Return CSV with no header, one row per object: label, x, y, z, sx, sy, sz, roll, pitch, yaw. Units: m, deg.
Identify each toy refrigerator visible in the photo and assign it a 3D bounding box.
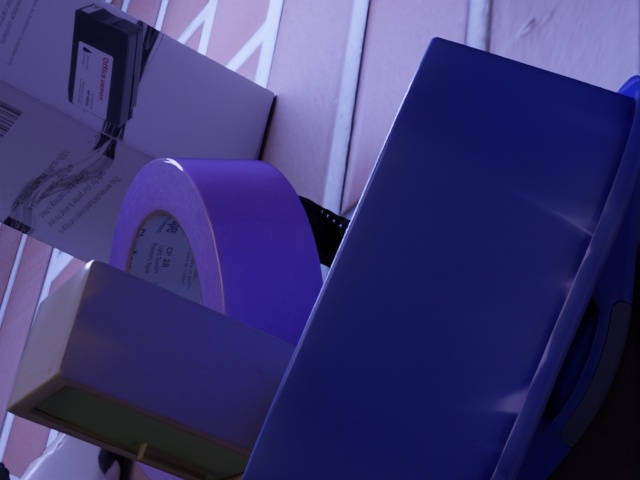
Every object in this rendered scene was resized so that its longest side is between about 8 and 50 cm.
toy refrigerator,-0.066,0.119,1.019,0.102,0.270,0.094,-32,39,53

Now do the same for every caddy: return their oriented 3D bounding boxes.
caddy,0.090,0.048,0.875,0.241,0.179,0.341,101,-168,-86

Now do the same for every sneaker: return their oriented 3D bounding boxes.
sneaker,0.001,-0.002,1.240,0.051,0.089,0.170,-66,21,-3

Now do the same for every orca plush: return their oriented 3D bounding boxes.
orca plush,-0.274,0.266,1.575,0.102,0.151,0.287,92,178,-47

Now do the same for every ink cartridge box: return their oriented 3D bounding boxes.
ink cartridge box,-0.294,-0.134,1.653,0.285,0.395,0.166,-34,35,53

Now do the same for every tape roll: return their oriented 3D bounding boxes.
tape roll,-0.095,0.068,1.250,0.275,0.090,0.274,1,91,62

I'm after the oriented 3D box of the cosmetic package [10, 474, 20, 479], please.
cosmetic package,-0.496,0.461,1.795,0.385,0.156,0.217,-66,20,0
